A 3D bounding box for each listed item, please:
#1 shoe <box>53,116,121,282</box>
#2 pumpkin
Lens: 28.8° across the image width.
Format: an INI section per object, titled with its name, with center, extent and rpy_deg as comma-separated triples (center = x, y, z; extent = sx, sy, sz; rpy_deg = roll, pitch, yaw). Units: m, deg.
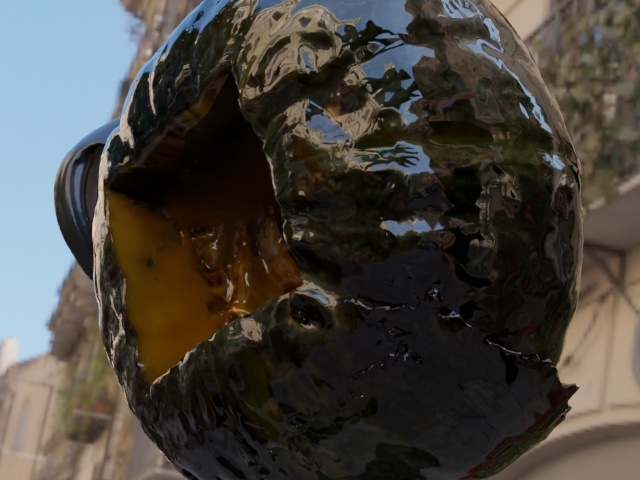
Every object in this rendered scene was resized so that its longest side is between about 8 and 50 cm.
[shoe]
center = -0.083, -0.057, 0.864
extent = 0.093, 0.241, 0.108
rpy_deg = -24, -78, 37
[pumpkin]
center = 0.000, 0.000, 0.686
extent = 0.192, 0.320, 0.320
rpy_deg = 4, -13, -39
